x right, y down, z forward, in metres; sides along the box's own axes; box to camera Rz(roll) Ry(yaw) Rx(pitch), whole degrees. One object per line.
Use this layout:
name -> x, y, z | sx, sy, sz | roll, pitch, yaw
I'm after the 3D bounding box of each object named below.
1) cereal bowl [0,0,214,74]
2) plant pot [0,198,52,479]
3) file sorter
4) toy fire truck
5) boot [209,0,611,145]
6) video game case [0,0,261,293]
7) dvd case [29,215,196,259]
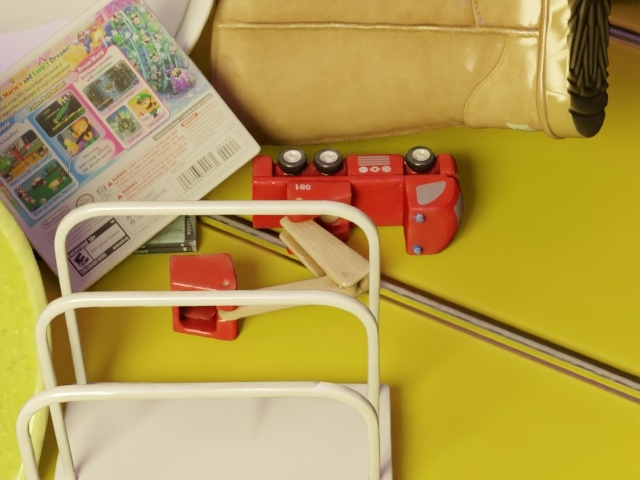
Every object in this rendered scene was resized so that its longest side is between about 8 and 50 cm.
cereal bowl -> -0.240, -0.206, 1.141 | 0.338, 0.141, 0.339 | 1, 83, -9
plant pot -> -0.327, 0.074, 0.858 | 0.253, 0.276, 0.276 | 9, 43, 27
file sorter -> -0.057, 0.132, 0.832 | 0.192, 0.173, 0.278 | 0, 44, 1
toy fire truck -> 0.000, 0.000, 1.062 | 0.192, 0.047, 0.135 | 0, 44, -1
boot -> 0.055, -0.177, 1.080 | 0.269, 0.236, 0.089 | 5, -1, 31
video game case -> -0.143, -0.067, 1.064 | 0.157, 0.019, 0.143 | -39, 91, -10
dvd case -> -0.144, -0.022, 1.111 | 0.119, 0.013, 0.087 | -1, 43, -2
